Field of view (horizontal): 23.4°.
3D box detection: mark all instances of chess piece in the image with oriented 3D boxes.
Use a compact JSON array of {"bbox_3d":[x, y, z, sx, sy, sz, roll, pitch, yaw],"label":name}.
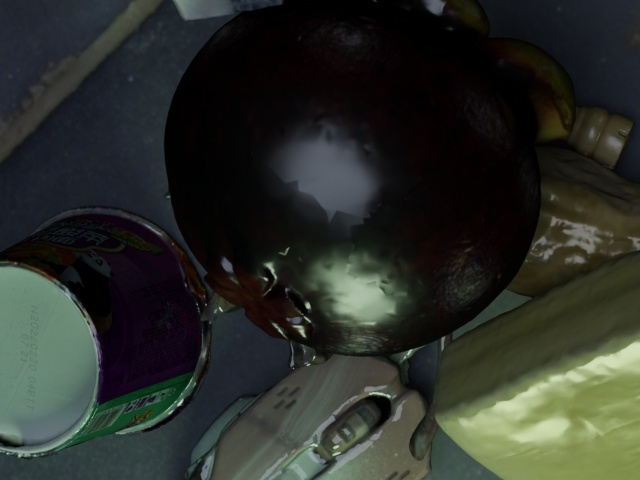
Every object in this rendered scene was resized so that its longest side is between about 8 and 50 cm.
[{"bbox_3d":[0.219,-0.108,1.399,0.122,0.066,0.066,26,107,9],"label":"chess piece"}]

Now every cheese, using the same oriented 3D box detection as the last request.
[{"bbox_3d":[0.269,0.132,1.299,0.242,0.124,0.265,37,135,-25],"label":"cheese"}]

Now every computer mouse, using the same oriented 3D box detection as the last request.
[{"bbox_3d":[-0.018,0.228,1.518,0.199,0.115,0.389,47,112,4],"label":"computer mouse"}]

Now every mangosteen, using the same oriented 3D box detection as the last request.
[{"bbox_3d":[0.042,-0.079,1.237,0.307,0.307,0.347,28,68,14],"label":"mangosteen"}]

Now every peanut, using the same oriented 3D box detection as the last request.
[{"bbox_3d":[0.266,-0.001,1.354,0.313,0.149,0.149,9,102,17],"label":"peanut"}]

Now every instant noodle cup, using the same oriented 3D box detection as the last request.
[{"bbox_3d":[-0.258,0.100,1.543,0.251,0.190,0.251,3,100,20],"label":"instant noodle cup"}]

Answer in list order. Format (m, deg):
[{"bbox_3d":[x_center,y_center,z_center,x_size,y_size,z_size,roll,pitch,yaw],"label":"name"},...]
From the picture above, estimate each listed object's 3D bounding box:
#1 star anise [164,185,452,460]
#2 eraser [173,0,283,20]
[{"bbox_3d":[0.000,0.000,1.462,0.316,0.139,0.359,14,105,34],"label":"star anise"},{"bbox_3d":[-0.031,-0.344,1.281,0.098,0.404,0.096,-4,134,24],"label":"eraser"}]
